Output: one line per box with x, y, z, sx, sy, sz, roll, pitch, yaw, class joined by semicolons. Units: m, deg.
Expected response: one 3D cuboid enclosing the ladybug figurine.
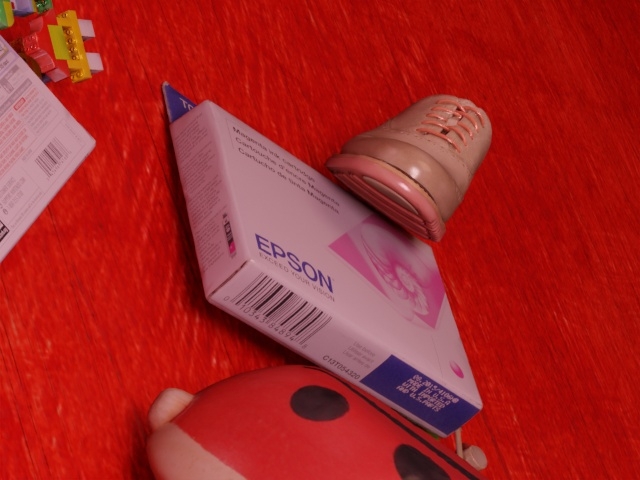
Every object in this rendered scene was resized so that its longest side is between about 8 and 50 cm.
0.060;0.243;1.440;0.449;0.162;0.305;36;4;-12;ladybug figurine

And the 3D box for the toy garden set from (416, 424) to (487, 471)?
0.102;0.235;1.750;0.204;0.049;0.244;28;38;-40;toy garden set

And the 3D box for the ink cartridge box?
0.000;0.000;1.747;0.324;0.071;0.330;32;28;-35;ink cartridge box

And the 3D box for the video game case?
-0.319;-0.099;1.408;0.244;0.061;0.269;51;28;-14;video game case

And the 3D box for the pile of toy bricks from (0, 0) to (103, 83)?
-0.279;-0.230;1.560;0.105;0.118;0.212;-4;77;-57;pile of toy bricks

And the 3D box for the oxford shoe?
0.102;-0.094;1.852;0.140;0.146;0.397;36;5;-1;oxford shoe
